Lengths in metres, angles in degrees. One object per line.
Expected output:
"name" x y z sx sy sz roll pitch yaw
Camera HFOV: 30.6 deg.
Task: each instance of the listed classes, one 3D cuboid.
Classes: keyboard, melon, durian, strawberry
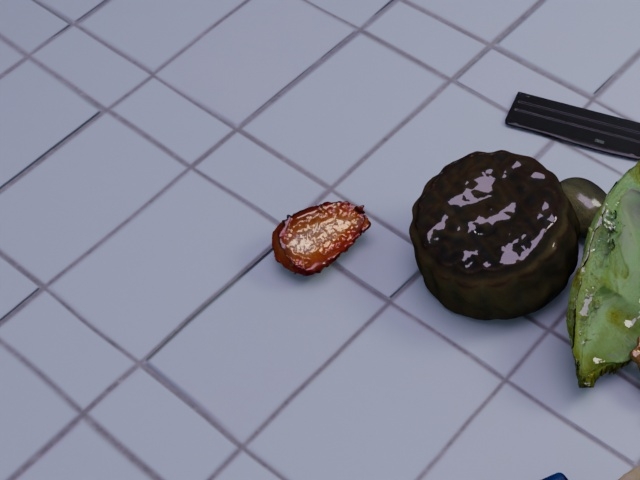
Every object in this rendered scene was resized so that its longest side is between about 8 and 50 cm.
"keyboard" 0.550 -0.212 2.253 0.381 0.041 0.103 14 55 23
"melon" 0.470 -0.057 2.095 0.098 0.098 0.130 -33 58 -20
"durian" 0.500 0.069 1.929 0.163 0.198 0.394 18 69 24
"strawberry" 0.000 0.000 2.107 0.188 0.082 0.121 -22 73 -24

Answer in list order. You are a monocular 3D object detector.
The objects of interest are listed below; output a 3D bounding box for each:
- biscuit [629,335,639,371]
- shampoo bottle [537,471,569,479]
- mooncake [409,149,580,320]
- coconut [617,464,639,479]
"biscuit" 0.585 0.222 1.877 0.133 0.027 0.184 -20 76 -14
"shampoo bottle" 0.304 0.420 1.767 0.183 0.050 0.087 -21 57 -12
"mooncake" 0.297 -0.011 2.006 0.290 0.161 0.290 -9 56 14
"coconut" 0.496 0.451 1.596 0.329 0.329 0.328 -2 52 3
